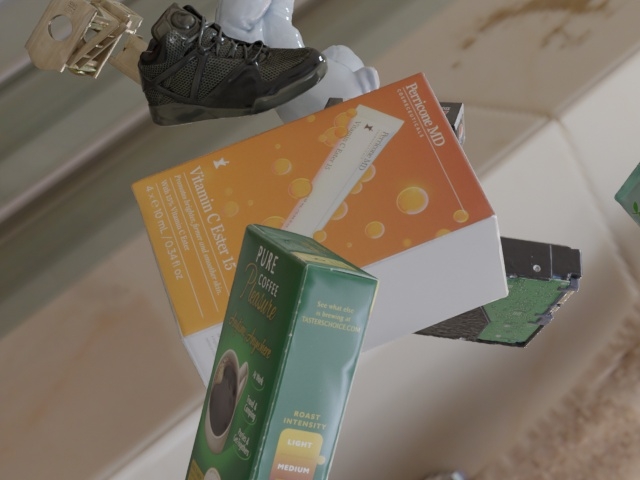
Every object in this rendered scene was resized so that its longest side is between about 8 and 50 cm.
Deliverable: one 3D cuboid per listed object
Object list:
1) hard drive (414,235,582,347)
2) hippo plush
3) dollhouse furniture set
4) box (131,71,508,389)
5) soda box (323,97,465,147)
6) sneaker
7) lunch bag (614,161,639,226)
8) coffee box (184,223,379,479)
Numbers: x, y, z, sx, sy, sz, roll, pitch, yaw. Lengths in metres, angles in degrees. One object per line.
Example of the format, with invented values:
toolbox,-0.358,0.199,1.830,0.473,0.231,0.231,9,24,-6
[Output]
hard drive,0.156,0.058,2.098,0.339,0.064,0.237,8,-27,-9
hippo plush,-0.035,-0.241,1.993,0.236,0.234,0.294,26,16,-1
dollhouse furniture set,-0.255,-0.227,1.959,0.161,0.101,0.182,35,11,13
box,0.000,0.000,1.679,0.168,0.345,0.215,73,-5,-56
soda box,0.086,-0.133,1.856,0.169,0.060,0.053,4,-55,15
sneaker,-0.109,-0.209,1.764,0.227,0.087,0.130,-5,-57,23
lunch bag,0.435,-0.066,1.457,0.223,0.160,0.262,53,-41,27
coffee box,-0.026,0.091,0.742,0.040,0.184,0.113,12,5,-18
